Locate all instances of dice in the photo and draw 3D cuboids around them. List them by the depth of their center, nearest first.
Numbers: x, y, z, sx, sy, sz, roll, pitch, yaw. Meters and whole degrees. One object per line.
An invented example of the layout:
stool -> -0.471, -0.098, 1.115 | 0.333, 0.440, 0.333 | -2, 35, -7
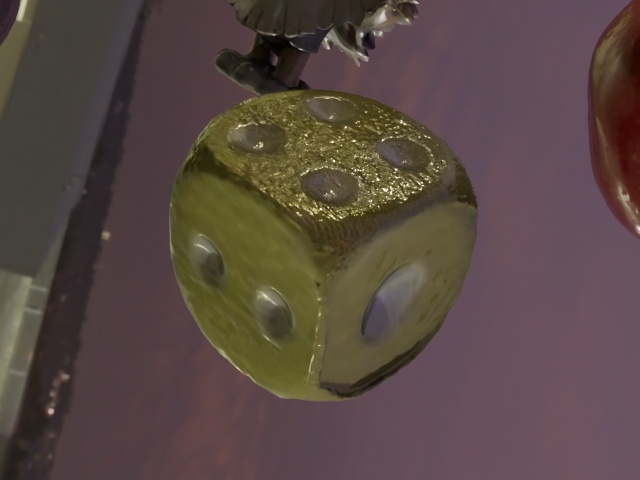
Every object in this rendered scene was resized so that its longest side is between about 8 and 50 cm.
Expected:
dice -> 0.000, 0.000, 0.756 | 0.169, 0.166, 0.169 | 36, -46, 33

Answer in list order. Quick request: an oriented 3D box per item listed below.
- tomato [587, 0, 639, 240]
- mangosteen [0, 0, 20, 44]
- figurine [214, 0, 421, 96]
tomato -> 0.408, -0.109, 0.940 | 0.290, 0.325, 0.293 | -38, 135, -33
mangosteen -> -0.416, -0.243, 0.877 | 0.330, 0.330, 0.330 | -165, -90, -77
figurine -> 0.038, -0.299, 0.909 | 0.207, 0.166, 0.387 | 42, -73, 49
